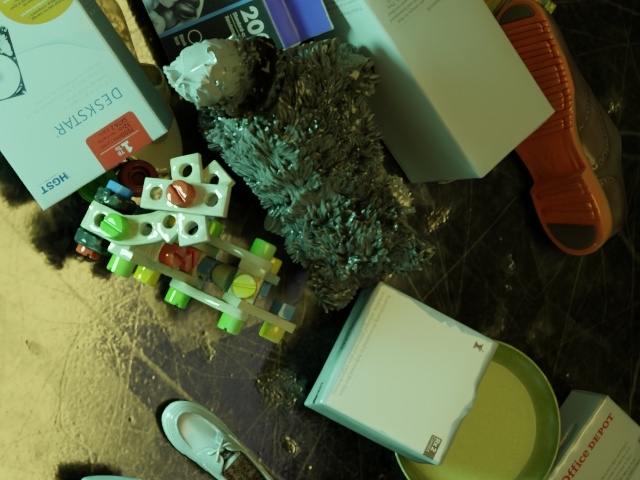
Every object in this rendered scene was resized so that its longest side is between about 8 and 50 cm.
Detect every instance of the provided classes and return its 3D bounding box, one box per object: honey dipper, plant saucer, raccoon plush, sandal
[{"bbox_3d":[0.000,0.000,1.985,0.161,0.030,0.030,23,81,-27],"label":"honey dipper"},{"bbox_3d":[0.208,0.253,2.056,0.241,0.037,0.241,2,83,-13],"label":"plant saucer"},{"bbox_3d":[-0.040,-0.062,1.786,0.446,0.216,0.299,-11,78,-60],"label":"raccoon plush"},{"bbox_3d":[-0.228,-0.190,1.844,0.088,0.079,0.240,-28,102,-23],"label":"sandal"}]

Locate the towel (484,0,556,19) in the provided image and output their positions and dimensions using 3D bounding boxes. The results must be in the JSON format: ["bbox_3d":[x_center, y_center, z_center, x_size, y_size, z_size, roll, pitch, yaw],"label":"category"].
[{"bbox_3d":[0.221,-0.368,2.088,0.237,0.021,0.102,42,73,-20],"label":"towel"}]

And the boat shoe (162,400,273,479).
[{"bbox_3d":[-0.124,0.273,1.908,0.066,0.063,0.184,-44,108,-18],"label":"boat shoe"}]

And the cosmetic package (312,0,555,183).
[{"bbox_3d":[0.110,-0.260,1.941,0.155,0.197,0.365,-43,109,-20],"label":"cosmetic package"}]

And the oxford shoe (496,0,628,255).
[{"bbox_3d":[0.337,-0.168,2.109,0.133,0.130,0.363,-28,106,-45],"label":"oxford shoe"}]

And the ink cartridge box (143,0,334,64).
[{"bbox_3d":[-0.117,-0.313,1.847,0.208,0.045,0.206,-20,102,19],"label":"ink cartridge box"}]

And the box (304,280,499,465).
[{"bbox_3d":[0.104,0.174,1.963,0.182,0.119,0.181,28,78,-7],"label":"box"}]

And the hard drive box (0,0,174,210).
[{"bbox_3d":[-0.310,-0.184,1.760,0.181,0.089,0.232,-33,104,7],"label":"hard drive box"}]

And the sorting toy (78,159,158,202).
[{"bbox_3d":[-0.250,-0.065,1.863,0.102,0.042,0.061,-8,78,-13],"label":"sorting toy"}]

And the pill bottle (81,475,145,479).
[{"bbox_3d":[-0.255,0.396,1.818,0.117,0.117,0.215,5,88,-25],"label":"pill bottle"}]

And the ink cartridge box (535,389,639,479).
[{"bbox_3d":[0.406,0.339,2.144,0.219,0.092,0.160,43,75,-19],"label":"ink cartridge box"}]

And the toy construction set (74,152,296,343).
[{"bbox_3d":[-0.156,0.012,1.780,0.151,0.215,0.327,-58,157,-15],"label":"toy construction set"}]
